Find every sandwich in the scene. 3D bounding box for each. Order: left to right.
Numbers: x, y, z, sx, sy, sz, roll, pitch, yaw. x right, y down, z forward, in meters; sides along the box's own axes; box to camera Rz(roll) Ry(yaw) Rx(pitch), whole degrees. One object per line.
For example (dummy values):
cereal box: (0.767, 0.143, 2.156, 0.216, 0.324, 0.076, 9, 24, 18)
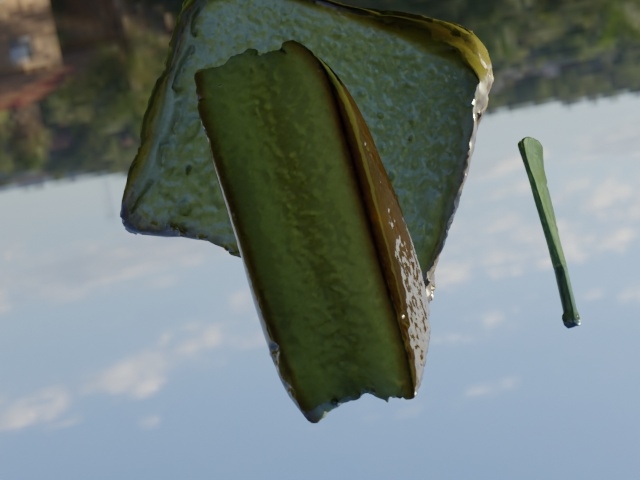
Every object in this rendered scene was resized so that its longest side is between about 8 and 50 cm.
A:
sandwich: (-0.009, -0.079, 1.296, 0.251, 0.226, 0.087, 16, -169, 6)
sandwich: (0.000, 0.000, 1.011, 0.094, 0.258, 0.096, -22, 152, 12)

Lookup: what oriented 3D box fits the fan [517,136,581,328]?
fan: (0.218, -0.008, 1.614, 0.016, 0.193, 0.038, -23, 159, 33)
